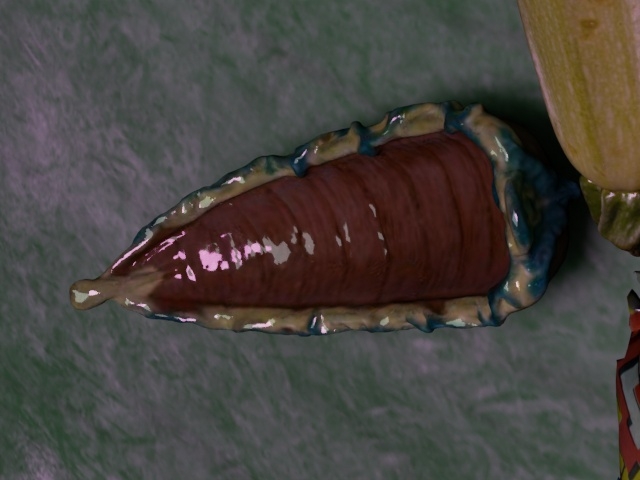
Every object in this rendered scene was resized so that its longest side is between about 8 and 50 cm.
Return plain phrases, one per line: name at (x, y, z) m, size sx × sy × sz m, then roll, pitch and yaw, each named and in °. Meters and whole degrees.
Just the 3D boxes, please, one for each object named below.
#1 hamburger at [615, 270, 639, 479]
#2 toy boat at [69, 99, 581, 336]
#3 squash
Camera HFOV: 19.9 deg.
hamburger at (0.220, 0.121, 0.700) m, size 0.276 × 0.151 × 0.260 m, roll 145°, pitch 121°, yaw -70°
toy boat at (0.005, -0.002, 0.905) m, size 0.293 × 0.099 × 0.108 m, roll -11°, pitch 96°, yaw 40°
squash at (0.120, -0.094, 0.770) m, size 0.094 × 0.094 × 0.224 m, roll 9°, pitch 118°, yaw 45°
